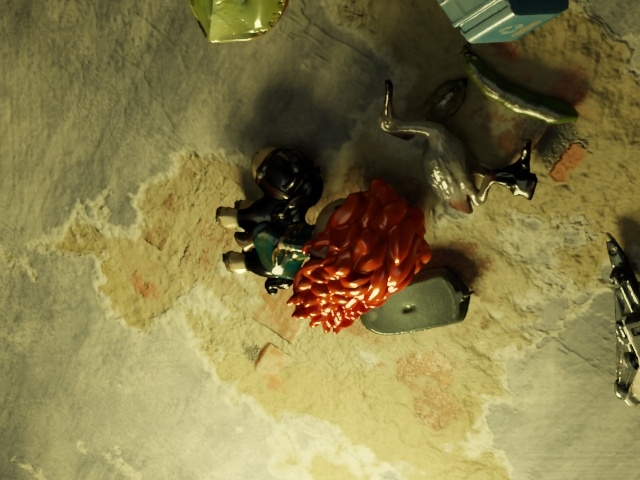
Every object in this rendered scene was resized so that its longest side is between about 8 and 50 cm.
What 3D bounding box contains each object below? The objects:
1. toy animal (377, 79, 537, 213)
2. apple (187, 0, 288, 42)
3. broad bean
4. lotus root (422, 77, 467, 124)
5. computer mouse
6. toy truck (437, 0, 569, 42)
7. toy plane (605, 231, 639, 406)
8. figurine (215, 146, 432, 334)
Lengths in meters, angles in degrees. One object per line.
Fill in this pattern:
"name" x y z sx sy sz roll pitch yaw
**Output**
"toy animal" 0.216 -0.148 1.743 0.324 0.090 0.195 25 134 -9
"apple" -0.143 -0.447 1.704 0.207 0.174 0.188 15 141 13
"broad bean" 0.324 -0.250 1.687 0.226 0.039 0.069 35 118 3
"lotus root" 0.216 -0.241 1.731 0.054 0.049 0.099 43 121 -1
"computer mouse" 0.186 0.118 1.925 0.229 0.068 0.113 -14 97 17
"toy truck" 0.224 -0.469 1.513 0.367 0.175 0.146 53 148 -7
"toy plane" 0.558 0.135 1.751 0.204 0.103 0.316 -20 107 31
"figurine" -0.006 -0.009 1.868 0.411 0.241 0.306 30 101 27
